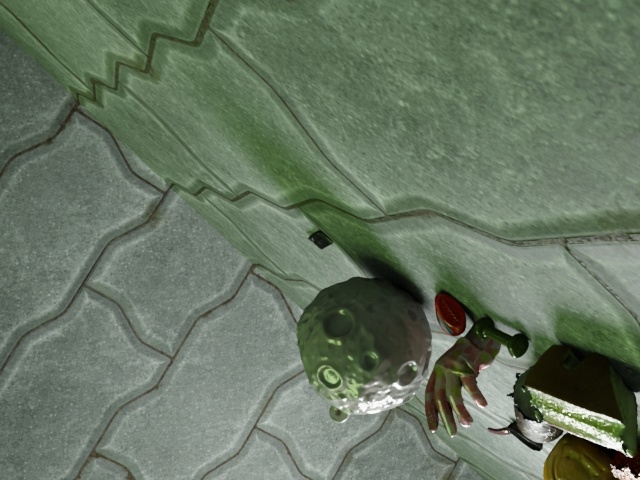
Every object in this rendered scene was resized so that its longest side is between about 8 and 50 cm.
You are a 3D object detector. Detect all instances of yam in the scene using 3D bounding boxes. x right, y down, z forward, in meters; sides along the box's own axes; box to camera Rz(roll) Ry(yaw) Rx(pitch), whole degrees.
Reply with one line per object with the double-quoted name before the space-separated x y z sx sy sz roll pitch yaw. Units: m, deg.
"yam" 0.461 0.344 1.667 0.131 0.131 0.279 35 170 24

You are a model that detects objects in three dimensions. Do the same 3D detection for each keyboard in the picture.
"keyboard" 0.000 0.000 2.123 0.053 0.010 0.155 40 169 -5

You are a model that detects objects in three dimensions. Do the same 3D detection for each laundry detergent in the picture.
"laundry detergent" 0.280 0.170 1.761 0.097 0.049 0.165 59 175 16

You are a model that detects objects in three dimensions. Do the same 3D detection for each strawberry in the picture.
"strawberry" 0.645 0.458 1.576 0.145 0.086 0.145 42 171 8

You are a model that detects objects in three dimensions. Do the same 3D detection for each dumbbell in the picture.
"dumbbell" 0.361 0.194 1.601 0.118 0.046 0.052 26 157 53

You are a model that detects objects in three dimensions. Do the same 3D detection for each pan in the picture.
"pan" 0.570 0.567 2.350 0.115 0.040 0.212 44 161 -19

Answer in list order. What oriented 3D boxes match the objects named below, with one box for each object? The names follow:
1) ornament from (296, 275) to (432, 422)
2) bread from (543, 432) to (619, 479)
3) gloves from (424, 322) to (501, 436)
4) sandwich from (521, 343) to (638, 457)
"ornament" 0.116 0.250 1.936 0.337 0.337 0.337 39 169 9
"bread" 0.655 0.579 1.785 0.328 0.148 0.337 36 176 23
"gloves" 0.293 0.298 1.715 0.126 0.241 0.145 45 168 -25
"sandwich" 0.466 0.272 1.364 0.122 0.128 0.236 49 166 -21
